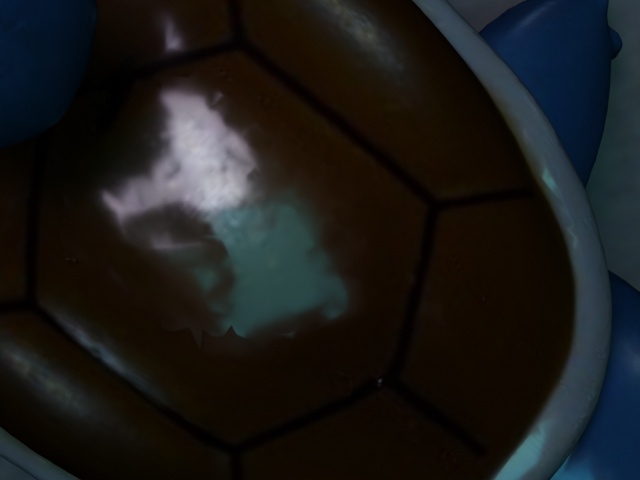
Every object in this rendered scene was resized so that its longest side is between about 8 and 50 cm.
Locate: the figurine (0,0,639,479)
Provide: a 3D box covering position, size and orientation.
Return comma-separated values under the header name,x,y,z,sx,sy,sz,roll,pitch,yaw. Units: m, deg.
name,x,y,z,sx,sy,sz,roll,pitch,yaw
figurine,-0.025,-0.016,0.499,0.416,0.243,0.298,41,83,-35
